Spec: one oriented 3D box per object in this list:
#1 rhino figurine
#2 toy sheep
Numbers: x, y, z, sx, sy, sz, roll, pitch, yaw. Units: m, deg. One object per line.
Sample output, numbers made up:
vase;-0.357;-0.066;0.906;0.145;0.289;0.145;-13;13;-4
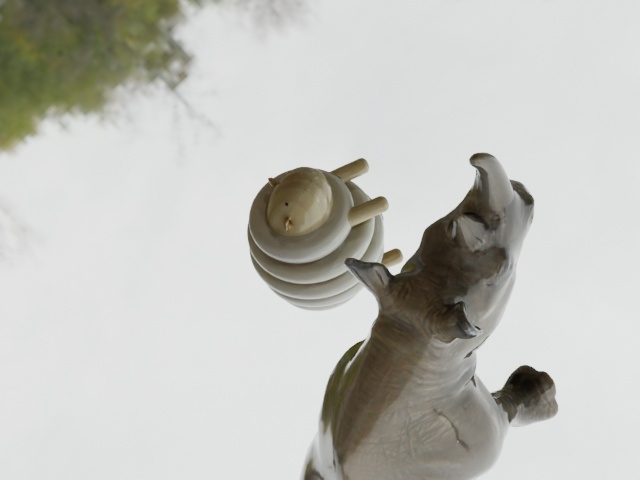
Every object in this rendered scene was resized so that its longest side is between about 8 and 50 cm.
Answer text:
rhino figurine;0.039;0.068;0.620;0.073;0.243;0.106;34;-137;26
toy sheep;0.000;0.000;0.979;0.091;0.132;0.091;-7;-127;10
